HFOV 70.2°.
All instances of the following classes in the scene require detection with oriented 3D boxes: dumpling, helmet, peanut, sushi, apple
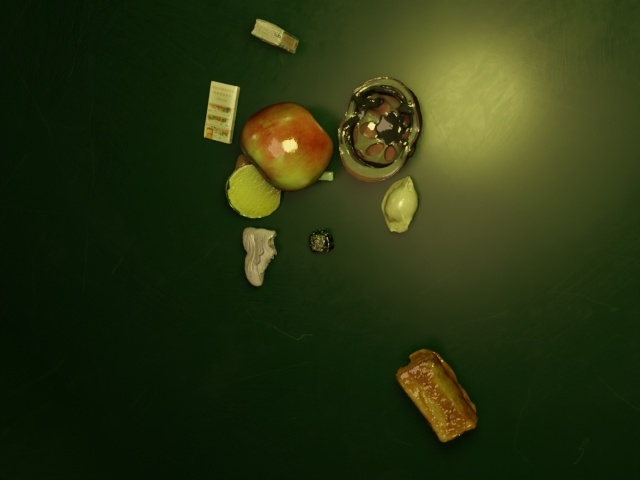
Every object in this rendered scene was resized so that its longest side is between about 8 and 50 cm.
[{"bbox_3d":[0.278,-0.131,1.646,0.155,0.181,0.111,-5,141,49],"label":"dumpling"},{"bbox_3d":[0.215,-0.374,1.553,0.271,0.197,0.338,18,110,21],"label":"helmet"},{"bbox_3d":[-0.307,-0.274,1.819,0.076,0.076,0.152,19,105,14],"label":"peanut"},{"bbox_3d":[0.000,0.000,1.791,0.083,0.056,0.085,-5,102,27],"label":"sushi"},{"bbox_3d":[-0.112,-0.335,1.617,0.277,0.319,0.319,-41,87,-5],"label":"apple"}]

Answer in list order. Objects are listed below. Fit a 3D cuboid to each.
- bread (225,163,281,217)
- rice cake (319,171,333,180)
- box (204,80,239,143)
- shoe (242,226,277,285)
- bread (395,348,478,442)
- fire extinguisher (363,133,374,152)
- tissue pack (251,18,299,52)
[{"bbox_3d":[-0.261,-0.196,1.802,0.228,0.033,0.229,-3,112,-6],"label":"bread"},{"bbox_3d":[-0.037,-0.255,1.754,0.180,0.030,0.042,5,109,18],"label":"rice cake"},{"bbox_3d":[-0.395,-0.509,1.815,0.122,0.032,0.220,16,107,14],"label":"box"},{"bbox_3d":[-0.238,0.065,1.864,0.137,0.095,0.245,-2,96,22],"label":"shoe"},{"bbox_3d":[0.442,0.581,1.728,0.195,0.149,0.344,-34,90,11],"label":"bread"},{"bbox_3d":[0.175,-0.357,1.665,0.028,0.022,0.083,-29,92,-16],"label":"fire extinguisher"},{"bbox_3d":[-0.157,-0.722,1.619,0.115,0.155,0.065,29,108,11],"label":"tissue pack"}]
